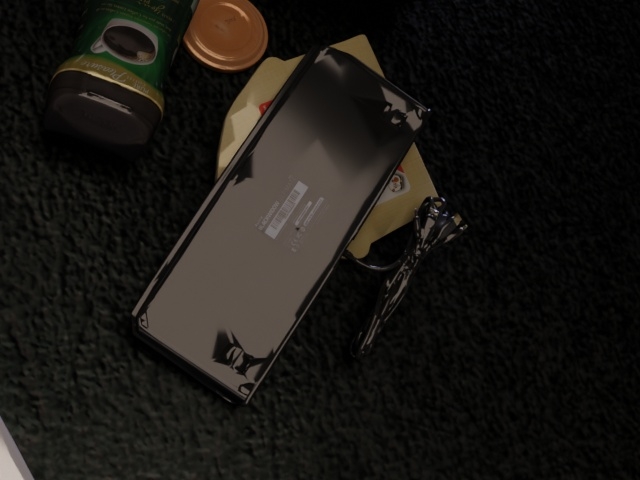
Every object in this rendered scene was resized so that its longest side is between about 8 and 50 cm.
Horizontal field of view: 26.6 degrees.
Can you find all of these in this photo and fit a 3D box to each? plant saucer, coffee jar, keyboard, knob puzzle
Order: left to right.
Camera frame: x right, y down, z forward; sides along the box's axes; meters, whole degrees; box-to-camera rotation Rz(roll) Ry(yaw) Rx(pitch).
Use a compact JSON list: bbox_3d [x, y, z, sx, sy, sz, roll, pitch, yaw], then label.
[{"bbox_3d":[-0.165,-0.160,1.136,0.096,0.079,0.184,21,62,-13],"label":"coffee jar"},{"bbox_3d":[-0.087,-0.190,1.218,0.084,0.013,0.083,8,66,-19],"label":"plant saucer"},{"bbox_3d":[-0.010,-0.069,1.184,0.213,0.030,0.213,4,78,-22],"label":"knob puzzle"},{"bbox_3d":[0.000,0.000,1.142,0.201,0.033,0.317,35,70,-6],"label":"keyboard"}]

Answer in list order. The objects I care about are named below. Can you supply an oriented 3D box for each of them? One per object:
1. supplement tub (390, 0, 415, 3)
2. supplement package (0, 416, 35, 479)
[{"bbox_3d":[-0.015,-0.358,1.214,0.316,0.193,0.193,23,62,-13],"label":"supplement tub"},{"bbox_3d":[-0.326,0.123,0.897,0.178,0.175,0.293,-26,80,-27],"label":"supplement package"}]
